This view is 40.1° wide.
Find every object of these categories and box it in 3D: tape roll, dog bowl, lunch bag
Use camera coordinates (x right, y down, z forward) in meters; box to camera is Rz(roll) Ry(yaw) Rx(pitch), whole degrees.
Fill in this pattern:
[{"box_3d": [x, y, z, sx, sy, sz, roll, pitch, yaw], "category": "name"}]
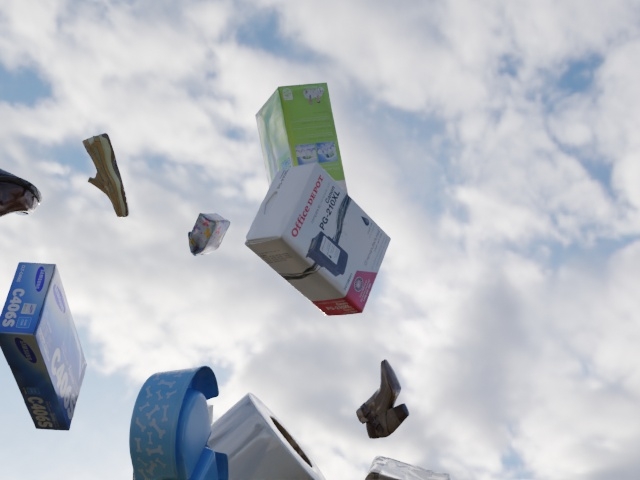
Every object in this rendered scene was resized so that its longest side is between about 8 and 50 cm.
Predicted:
[{"box_3d": [-0.116, 0.422, 1.599, 0.169, 0.246, 0.246, -41, -41, -5], "category": "tape roll"}, {"box_3d": [-0.194, 0.306, 1.209, 0.074, 0.166, 0.297, 4, -59, 13], "category": "dog bowl"}, {"box_3d": [-0.225, -0.010, 1.724, 0.053, 0.083, 0.071, 27, 11, 16], "category": "lunch bag"}]

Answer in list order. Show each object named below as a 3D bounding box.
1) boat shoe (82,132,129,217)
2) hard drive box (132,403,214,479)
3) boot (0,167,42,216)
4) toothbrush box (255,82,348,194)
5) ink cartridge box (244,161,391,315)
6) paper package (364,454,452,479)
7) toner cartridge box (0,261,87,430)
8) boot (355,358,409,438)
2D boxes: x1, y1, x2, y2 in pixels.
[{"box_3d": [-0.472, -0.135, 1.913, 0.072, 0.190, 0.068, -17, -1, -14], "category": "boat shoe"}, {"box_3d": [-0.366, 0.524, 2.178, 0.181, 0.232, 0.089, 3, 0, 10], "category": "hard drive box"}, {"box_3d": [-0.519, 0.021, 1.229, 0.096, 0.281, 0.264, 22, -5, 7], "category": "boot"}, {"box_3d": [-0.044, -0.186, 1.970, 0.122, 0.283, 0.206, -10, -6, -20], "category": "toothbrush box"}, {"box_3d": [0.000, 0.000, 1.580, 0.100, 0.172, 0.237, -9, -42, 44], "category": "ink cartridge box"}, {"box_3d": [0.128, 0.570, 1.565, 0.168, 0.325, 0.309, 14, -5, 8], "category": "paper package"}, {"box_3d": [-0.535, 0.213, 1.705, 0.075, 0.165, 0.348, 3, -40, 0], "category": "toner cartridge box"}, {"box_3d": [0.096, 0.270, 1.469, 0.087, 0.119, 0.042, -33, -31, 25], "category": "boot"}]
